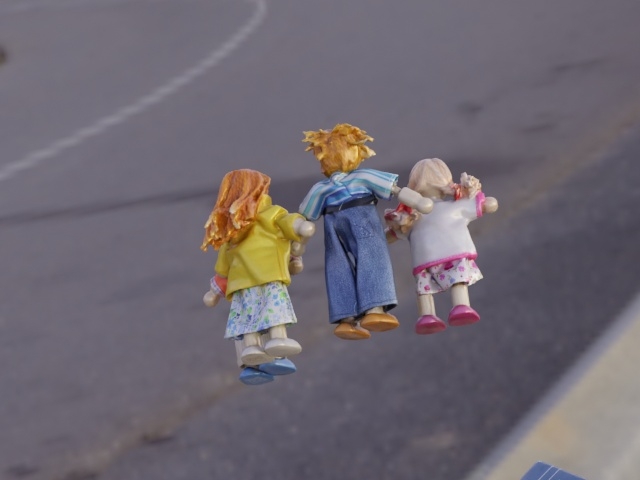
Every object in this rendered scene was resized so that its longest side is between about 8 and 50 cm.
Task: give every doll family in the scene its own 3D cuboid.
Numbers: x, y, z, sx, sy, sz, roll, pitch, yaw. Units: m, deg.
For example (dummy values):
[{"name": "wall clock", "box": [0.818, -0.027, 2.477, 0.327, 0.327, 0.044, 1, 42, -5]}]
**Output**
[{"name": "doll family", "box": [0.000, 0.000, 1.525, 0.263, 0.163, 0.118, -17, -21, 25]}]

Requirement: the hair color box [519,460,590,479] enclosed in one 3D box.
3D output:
[{"name": "hair color box", "box": [0.263, 0.286, 1.433, 0.105, 0.174, 0.347, -46, 23, -13]}]
